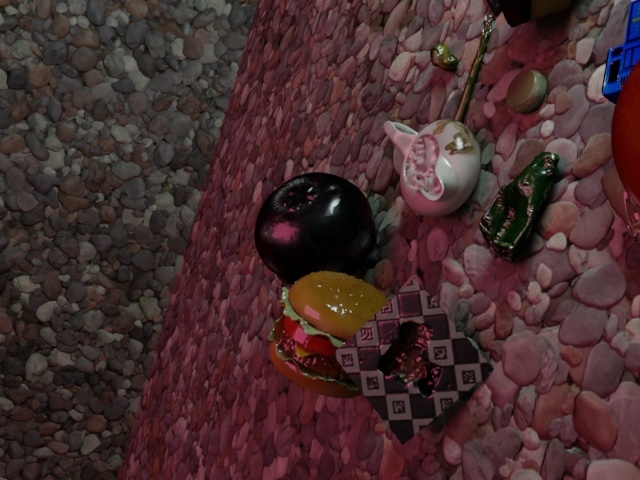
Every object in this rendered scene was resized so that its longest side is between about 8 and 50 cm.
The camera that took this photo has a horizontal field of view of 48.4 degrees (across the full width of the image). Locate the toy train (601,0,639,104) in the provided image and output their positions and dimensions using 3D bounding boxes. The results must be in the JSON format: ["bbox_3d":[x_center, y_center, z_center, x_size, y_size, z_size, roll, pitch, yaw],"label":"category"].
[{"bbox_3d":[0.504,-0.305,1.063,0.131,0.083,0.204,-5,70,62],"label":"toy train"}]

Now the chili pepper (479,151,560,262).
[{"bbox_3d":[0.357,-0.056,1.252,0.216,0.062,0.108,-64,34,19],"label":"chili pepper"}]

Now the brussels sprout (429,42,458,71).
[{"bbox_3d":[0.278,-0.411,1.610,0.083,0.046,0.051,-108,35,-47],"label":"brussels sprout"}]

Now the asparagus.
[{"bbox_3d":[0.327,-0.365,1.515,0.024,0.025,0.248,6,-78,-74],"label":"asparagus"}]

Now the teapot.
[{"bbox_3d":[0.230,-0.156,1.464,0.204,0.139,0.298,-66,28,23],"label":"teapot"}]

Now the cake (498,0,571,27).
[{"bbox_3d":[0.412,-0.502,1.290,0.185,0.178,0.207,53,-155,-73],"label":"cake"}]

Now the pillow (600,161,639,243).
[{"bbox_3d":[0.492,-0.040,0.993,0.135,0.049,0.248,-54,37,37],"label":"pillow"}]

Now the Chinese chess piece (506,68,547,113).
[{"bbox_3d":[0.388,-0.281,1.340,0.084,0.034,0.084,-43,38,47],"label":"Chinese chess piece"}]

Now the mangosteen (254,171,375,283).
[{"bbox_3d":[-0.003,-0.014,1.718,0.300,0.300,0.300,-39,43,50],"label":"mangosteen"}]

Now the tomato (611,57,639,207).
[{"bbox_3d":[0.501,-0.143,0.779,0.325,0.293,0.289,129,135,-54],"label":"tomato"}]

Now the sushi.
[{"bbox_3d":[0.175,0.226,1.348,0.231,0.047,0.219,-45,71,17],"label":"sushi"}]

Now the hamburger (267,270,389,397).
[{"bbox_3d":[0.034,0.181,1.517,0.274,0.275,0.212,-121,45,-56],"label":"hamburger"}]

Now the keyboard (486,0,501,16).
[{"bbox_3d":[0.443,-0.628,1.410,0.381,0.041,0.103,-52,34,38],"label":"keyboard"}]
